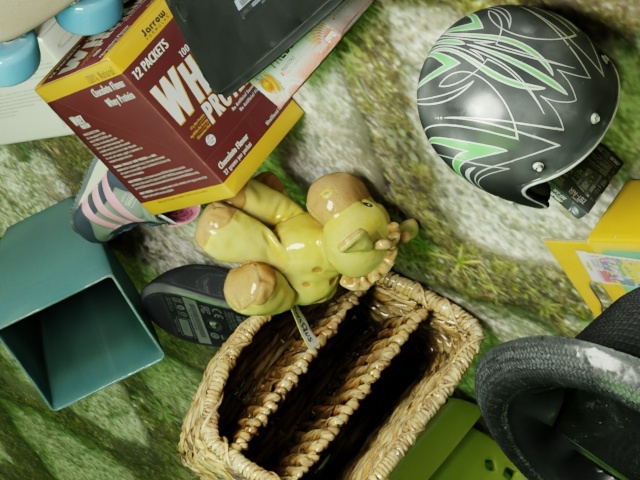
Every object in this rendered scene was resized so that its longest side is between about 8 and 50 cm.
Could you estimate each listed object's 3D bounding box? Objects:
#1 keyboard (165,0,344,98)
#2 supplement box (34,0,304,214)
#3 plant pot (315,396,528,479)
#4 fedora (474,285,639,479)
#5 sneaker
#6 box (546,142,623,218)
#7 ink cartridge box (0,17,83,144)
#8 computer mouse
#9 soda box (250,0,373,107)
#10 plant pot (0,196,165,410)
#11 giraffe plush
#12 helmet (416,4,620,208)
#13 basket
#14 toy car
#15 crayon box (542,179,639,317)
[{"bbox_3d":[-0.073,-0.262,1.608,0.201,0.033,0.317,63,151,1],"label":"keyboard"},{"bbox_3d":[-0.161,-0.147,1.860,0.194,0.129,0.191,47,153,-19],"label":"supplement box"},{"bbox_3d":[0.106,0.311,2.166,0.228,0.227,0.207,5,133,50],"label":"plant pot"},{"bbox_3d":[0.293,0.144,1.524,0.334,0.152,0.334,31,157,15],"label":"fedora"},{"bbox_3d":[-0.213,-0.047,2.114,0.131,0.112,0.319,41,156,2],"label":"sneaker"},{"bbox_3d":[0.218,-0.070,1.563,0.083,0.067,0.018,40,155,-5],"label":"box"},{"bbox_3d":[-0.379,-0.233,2.077,0.296,0.066,0.261,-2,133,53],"label":"ink cartridge box"},{"bbox_3d":[-0.097,0.092,2.251,0.272,0.072,0.188,14,145,19],"label":"computer mouse"},{"bbox_3d":[-0.017,-0.194,1.677,0.063,0.058,0.183,41,154,-4],"label":"soda box"},{"bbox_3d":[-0.330,0.063,2.321,0.234,0.166,0.165,-112,-4,-49],"label":"plant pot"},{"bbox_3d":[0.000,0.000,1.859,0.170,0.181,0.210,-26,111,34],"label":"giraffe plush"},{"bbox_3d":[0.162,-0.115,1.455,0.169,0.169,0.161,30,170,18],"label":"helmet"},{"bbox_3d":[0.000,0.158,1.957,0.213,0.299,0.223,42,157,-5],"label":"basket"},{"bbox_3d":[-0.335,-0.318,1.751,0.238,0.210,0.219,39,152,29],"label":"toy car"},{"bbox_3d":[0.374,0.044,1.528,0.323,0.083,0.203,1,136,51],"label":"crayon box"}]
